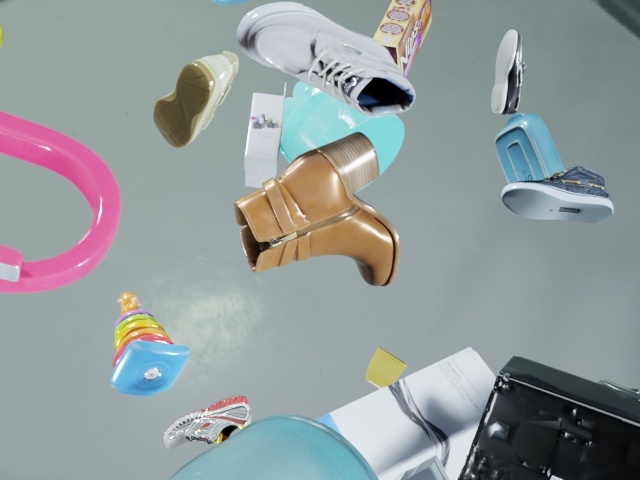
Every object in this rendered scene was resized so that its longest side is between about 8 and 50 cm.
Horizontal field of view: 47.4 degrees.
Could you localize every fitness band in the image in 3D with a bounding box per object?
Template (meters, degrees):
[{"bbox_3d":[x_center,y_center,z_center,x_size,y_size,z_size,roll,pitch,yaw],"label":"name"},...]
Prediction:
[{"bbox_3d":[-0.353,-0.051,0.746,0.291,0.054,0.209,19,43,-13],"label":"fitness band"}]

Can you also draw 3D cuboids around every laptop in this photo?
[{"bbox_3d":[0.339,0.277,0.985,0.234,0.136,0.264,17,60,22],"label":"laptop"}]

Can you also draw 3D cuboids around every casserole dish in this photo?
[{"bbox_3d":[0.364,-0.131,1.276,0.037,0.114,0.188,-18,84,-30],"label":"casserole dish"}]

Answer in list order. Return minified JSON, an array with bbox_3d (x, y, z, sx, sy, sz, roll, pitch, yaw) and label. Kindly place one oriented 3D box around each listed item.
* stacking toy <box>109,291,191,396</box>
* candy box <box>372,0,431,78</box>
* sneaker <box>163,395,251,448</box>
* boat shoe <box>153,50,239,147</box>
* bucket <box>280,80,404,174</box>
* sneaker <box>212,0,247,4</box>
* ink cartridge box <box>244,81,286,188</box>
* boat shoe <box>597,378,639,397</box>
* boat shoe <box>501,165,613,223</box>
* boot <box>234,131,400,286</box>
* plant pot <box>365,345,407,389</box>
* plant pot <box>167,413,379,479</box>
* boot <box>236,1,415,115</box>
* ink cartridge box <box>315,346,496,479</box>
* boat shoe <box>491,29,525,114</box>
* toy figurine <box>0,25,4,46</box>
[{"bbox_3d":[-0.472,0.239,1.881,0.166,0.175,0.302,-57,42,22],"label":"stacking toy"},{"bbox_3d":[0.148,-0.376,1.312,0.053,0.109,0.186,15,61,18],"label":"candy box"},{"bbox_3d":[-0.269,0.447,1.726,0.225,0.088,0.093,-24,66,7],"label":"sneaker"},{"bbox_3d":[-0.128,-0.142,0.744,0.048,0.153,0.056,-38,90,-32],"label":"boat shoe"},{"bbox_3d":[0.044,-0.244,1.671,0.281,0.281,0.183,-32,62,-14],"label":"bucket"},{"bbox_3d":[-0.082,-0.450,1.152,0.229,0.092,0.087,-30,13,1],"label":"sneaker"},{"bbox_3d":[-0.103,-0.200,1.362,0.061,0.104,0.181,7,62,-4],"label":"ink cartridge box"},{"bbox_3d":[0.733,0.364,1.627,0.233,0.084,0.079,22,65,22],"label":"boat shoe"},{"bbox_3d":[0.377,-0.080,1.178,0.183,0.065,0.083,10,50,-7],"label":"boat shoe"},{"bbox_3d":[0.000,0.000,1.073,0.220,0.283,0.109,-31,46,-19],"label":"boot"},{"bbox_3d":[0.149,0.307,1.724,0.081,0.081,0.083,32,87,8],"label":"plant pot"},{"bbox_3d":[-0.092,0.355,0.795,0.271,0.255,0.271,2,93,32],"label":"plant pot"},{"bbox_3d":[0.020,-0.238,0.983,0.258,0.095,0.123,2,39,-38],"label":"boot"},{"bbox_3d":[0.161,0.412,1.362,0.395,0.285,0.166,-23,44,-12],"label":"ink cartridge box"},{"bbox_3d":[0.290,-0.253,1.102,0.038,0.125,0.046,2,14,-15],"label":"boat shoe"},{"bbox_3d":[-0.563,-0.130,0.961,0.191,0.217,0.362,25,59,17],"label":"toy figurine"}]
